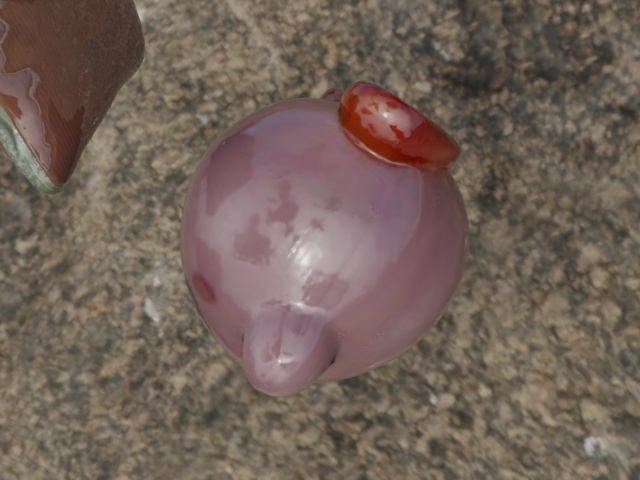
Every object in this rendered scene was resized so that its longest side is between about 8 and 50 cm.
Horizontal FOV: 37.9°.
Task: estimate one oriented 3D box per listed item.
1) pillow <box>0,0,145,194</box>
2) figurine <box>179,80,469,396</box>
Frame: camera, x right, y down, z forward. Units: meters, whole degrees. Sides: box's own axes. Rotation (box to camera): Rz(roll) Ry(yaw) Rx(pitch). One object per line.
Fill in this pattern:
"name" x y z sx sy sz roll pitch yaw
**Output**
"pillow" -0.166 -0.133 0.517 0.075 0.171 0.179 -12 34 17
"figurine" 0.000 0.000 0.537 0.173 0.173 0.173 -12 58 20
